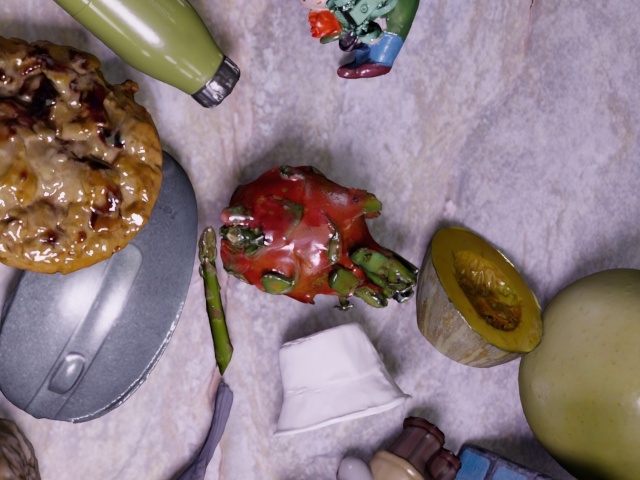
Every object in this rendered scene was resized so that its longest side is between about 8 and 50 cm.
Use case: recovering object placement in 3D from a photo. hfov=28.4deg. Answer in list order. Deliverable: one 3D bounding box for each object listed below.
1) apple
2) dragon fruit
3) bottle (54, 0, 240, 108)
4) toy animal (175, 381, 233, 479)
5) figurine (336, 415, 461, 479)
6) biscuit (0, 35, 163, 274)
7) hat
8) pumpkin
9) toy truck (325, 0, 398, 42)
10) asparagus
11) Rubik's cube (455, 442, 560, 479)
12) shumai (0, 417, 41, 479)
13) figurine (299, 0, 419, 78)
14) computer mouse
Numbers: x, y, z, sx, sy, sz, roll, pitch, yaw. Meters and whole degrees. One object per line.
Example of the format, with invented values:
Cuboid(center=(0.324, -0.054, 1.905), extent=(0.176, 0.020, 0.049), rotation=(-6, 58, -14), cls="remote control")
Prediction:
Cuboid(center=(0.474, 0.213, 1.833), extent=(0.357, 0.357, 0.357), rotation=(-2, 95, -26), cls="apple")
Cuboid(center=(-0.003, 0.012, 1.648), extent=(0.269, 0.198, 0.200), rotation=(38, 34, 5), cls="dragon fruit")
Cuboid(center=(-0.214, -0.269, 1.576), extent=(0.260, 0.112, 0.112), rotation=(40, 77, -22), cls="bottle")
Cuboid(center=(-0.175, 0.379, 1.627), extent=(0.206, 0.081, 0.367), rotation=(39, 75, 14), cls="toy animal")
Cuboid(center=(0.034, 0.401, 1.739), extent=(0.365, 0.206, 0.218), rotation=(-56, 139, -38), cls="figurine")
Cuboid(center=(-0.348, -0.113, 1.485), extent=(0.334, 0.081, 0.289), rotation=(13, 70, -12), cls="biscuit")
Cuboid(center=(0.015, 0.184, 1.702), extent=(0.203, 0.203, 0.126), rotation=(-15, 85, -24), cls="hat")
Cuboid(center=(0.209, 0.096, 1.801), extent=(0.217, 0.217, 0.110), rotation=(30, 120, -25), cls="pumpkin")
Cuboid(center=(0.069, -0.329, 1.614), extent=(0.154, 0.078, 0.080), rotation=(-51, 125, -16), cls="toy truck")
Cuboid(center=(-0.138, 0.076, 1.647), extent=(0.027, 0.034, 0.236), rotation=(-27, 129, -30), cls="asparagus")
Cuboid(center=(0.328, 0.500, 1.789), extent=(0.303, 0.301, 0.305), rotation=(27, 81, -24), cls="Rubik's cube")
Cuboid(center=(-0.446, 0.347, 1.432), extent=(0.262, 0.314, 0.267), rotation=(-10, 82, -9), cls="shumai")
Cuboid(center=(0.011, -0.327, 1.685), extent=(0.234, 0.127, 0.185), rotation=(20, 93, -36), cls="figurine")
Cuboid(center=(-0.273, 0.054, 1.571), extent=(0.203, 0.114, 0.374), rotation=(23, 84, -25), cls="computer mouse")
